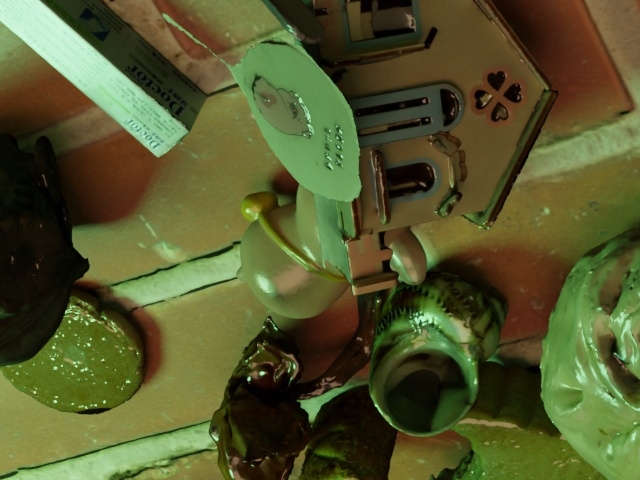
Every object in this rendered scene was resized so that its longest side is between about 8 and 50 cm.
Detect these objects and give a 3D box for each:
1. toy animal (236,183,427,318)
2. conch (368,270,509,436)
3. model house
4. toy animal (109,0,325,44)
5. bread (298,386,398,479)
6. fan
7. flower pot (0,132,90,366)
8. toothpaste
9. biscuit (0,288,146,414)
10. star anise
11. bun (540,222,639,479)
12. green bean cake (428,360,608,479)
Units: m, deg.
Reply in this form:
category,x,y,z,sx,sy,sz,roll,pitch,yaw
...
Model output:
category,x,y,z,sx,sy,sz,roll,pitch,yaw
toy animal,-0.003,-0.001,1.679,0.165,0.149,0.248,30,139,-26
conch,0.144,0.131,1.730,0.181,0.124,0.187,-31,72,13
model house,0.111,-0.127,1.473,0.244,0.169,0.326,-12,106,-16
toy animal,-0.111,-0.320,1.443,0.367,0.081,0.205,22,114,49
bread,0.035,0.280,1.863,0.132,0.172,0.103,-25,119,29
fan,-0.066,-0.151,1.422,0.310,0.010,0.182,38,147,33
flower pot,-0.414,0.014,1.706,0.302,0.302,0.213,-15,121,24
toothpaste,-0.275,-0.233,1.601,0.336,0.081,0.067,42,126,-18
biscuit,-0.337,0.148,1.941,0.226,0.042,0.226,8,128,11
star anise,-0.038,0.182,1.796,0.148,0.237,0.346,35,95,-12
bun,0.389,0.132,1.558,0.362,0.234,0.326,-40,73,36
green bean cake,0.253,0.276,1.835,0.233,0.124,0.236,13,129,3
